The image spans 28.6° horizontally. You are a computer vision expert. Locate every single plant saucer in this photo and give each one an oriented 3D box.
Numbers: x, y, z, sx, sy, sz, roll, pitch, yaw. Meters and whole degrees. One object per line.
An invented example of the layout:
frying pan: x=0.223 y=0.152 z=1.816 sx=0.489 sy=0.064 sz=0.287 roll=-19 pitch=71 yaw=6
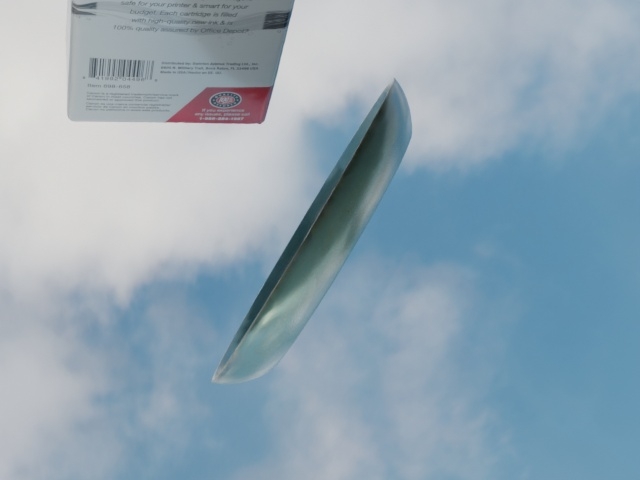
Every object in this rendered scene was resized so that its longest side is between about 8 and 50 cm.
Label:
plant saucer: x=0.000 y=0.000 z=1.131 sx=0.044 sy=0.317 sz=0.317 roll=31 pitch=-113 yaw=-2

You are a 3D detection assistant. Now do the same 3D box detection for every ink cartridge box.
ink cartridge box: x=-0.131 y=-0.233 z=1.153 sx=0.197 sy=0.273 sz=0.114 roll=0 pitch=-122 yaw=-14
